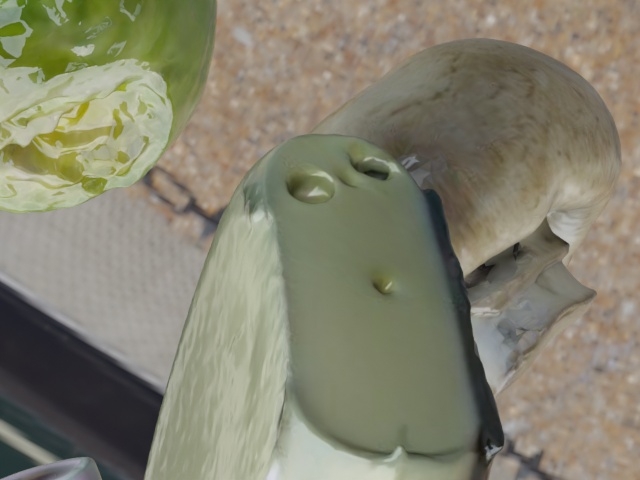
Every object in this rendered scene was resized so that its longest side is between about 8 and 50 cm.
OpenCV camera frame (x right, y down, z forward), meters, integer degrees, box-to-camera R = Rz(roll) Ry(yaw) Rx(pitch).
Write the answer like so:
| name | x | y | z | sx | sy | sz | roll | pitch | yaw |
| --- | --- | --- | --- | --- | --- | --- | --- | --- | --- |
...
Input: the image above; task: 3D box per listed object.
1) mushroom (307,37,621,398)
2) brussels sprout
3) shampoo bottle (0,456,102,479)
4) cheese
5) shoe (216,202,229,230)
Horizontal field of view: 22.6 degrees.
| name | x | y | z | sx | sy | sz | roll | pitch | yaw |
| --- | --- | --- | --- | --- | --- | --- | --- | --- | --- |
| mushroom | 0.049 | 0.000 | 0.642 | 0.127 | 0.166 | 0.166 | 52 | 141 | 11 |
| brussels sprout | -0.250 | -0.186 | 1.315 | 0.344 | 0.344 | 0.268 | 33 | 165 | -10 |
| shampoo bottle | -0.133 | 0.169 | 0.840 | 0.072 | 0.043 | 0.099 | -16 | 102 | 24 |
| cheese | -0.026 | 0.092 | 0.454 | 0.054 | 0.127 | 0.251 | 9 | 135 | -20 |
| shoe | 0.000 | 0.000 | 1.340 | 0.169 | 0.071 | 0.099 | -1 | 142 | 38 |
